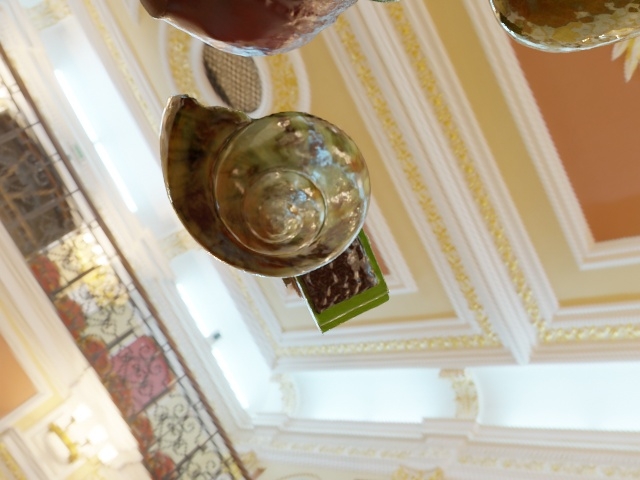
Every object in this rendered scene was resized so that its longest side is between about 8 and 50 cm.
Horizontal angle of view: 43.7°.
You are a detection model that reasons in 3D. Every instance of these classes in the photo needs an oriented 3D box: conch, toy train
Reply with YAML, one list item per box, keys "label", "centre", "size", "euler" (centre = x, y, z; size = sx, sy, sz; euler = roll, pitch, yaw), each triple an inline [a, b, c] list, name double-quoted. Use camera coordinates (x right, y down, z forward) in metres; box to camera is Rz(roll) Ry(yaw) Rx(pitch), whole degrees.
- label: "conch"
  centre: [-0.054, -0.044, 0.645]
  size: [0.187, 0.124, 0.181]
  euler: [30, -18, -12]
- label: "toy train"
  centre: [0.000, 0.000, 1.353]
  size: [0.307, 0.174, 0.249]
  euler: [66, -5, -21]

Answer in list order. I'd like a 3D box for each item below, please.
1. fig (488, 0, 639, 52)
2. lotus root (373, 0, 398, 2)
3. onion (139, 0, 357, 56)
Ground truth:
- label: "fig"
  centre: [0.277, -0.296, 0.688]
  size: [0.258, 0.258, 0.326]
  euler: [47, -51, 5]
- label: "lotus root"
  centre: [0.136, -0.516, 1.498]
  size: [0.186, 0.186, 0.186]
  euler: [25, -46, 29]
- label: "onion"
  centre: [-0.018, -0.419, 0.990]
  size: [0.398, 0.420, 0.398]
  euler: [1, -89, 50]
